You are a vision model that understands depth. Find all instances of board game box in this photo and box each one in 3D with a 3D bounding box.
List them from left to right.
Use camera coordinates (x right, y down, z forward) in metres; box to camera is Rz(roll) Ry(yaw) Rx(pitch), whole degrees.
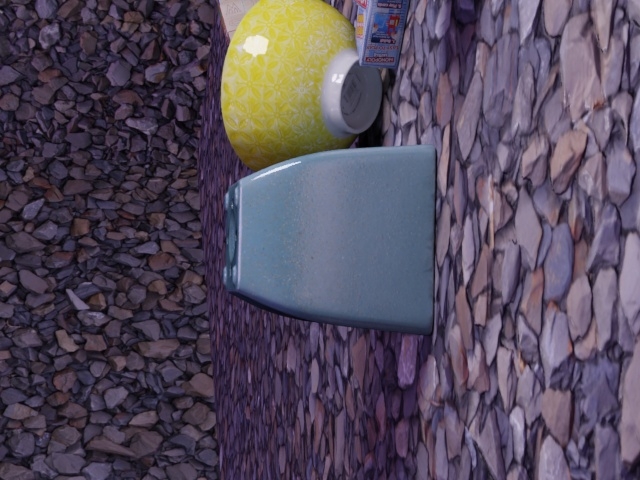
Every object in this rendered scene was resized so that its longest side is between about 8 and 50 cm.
[{"bbox_3d":[0.084,-0.357,1.694,0.194,0.060,0.194,-119,34,-68],"label":"board game box"}]

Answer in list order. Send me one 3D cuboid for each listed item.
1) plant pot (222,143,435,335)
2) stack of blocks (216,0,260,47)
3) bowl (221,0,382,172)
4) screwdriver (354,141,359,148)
[{"bbox_3d":[0.000,0.000,1.571,0.247,0.252,0.248,170,101,-78],"label":"plant pot"},{"bbox_3d":[-0.141,-0.408,2.229,0.171,0.087,0.297,80,175,-49],"label":"stack of blocks"},{"bbox_3d":[0.000,-0.229,1.767,0.156,0.289,0.289,12,104,34],"label":"bowl"},{"bbox_3d":[0.070,-0.127,1.850,0.170,0.025,0.024,-92,8,-66],"label":"screwdriver"}]
